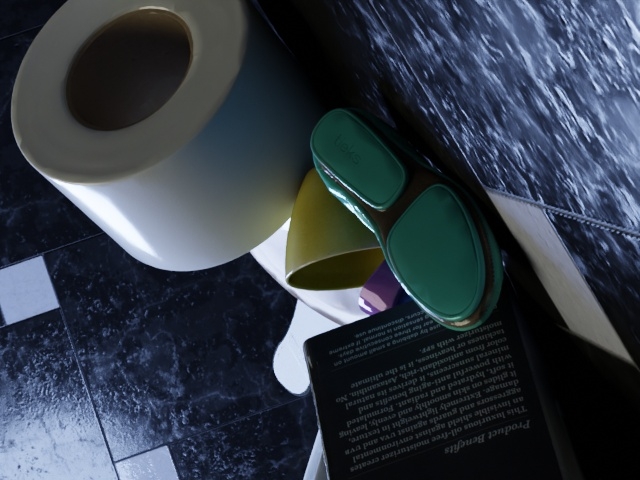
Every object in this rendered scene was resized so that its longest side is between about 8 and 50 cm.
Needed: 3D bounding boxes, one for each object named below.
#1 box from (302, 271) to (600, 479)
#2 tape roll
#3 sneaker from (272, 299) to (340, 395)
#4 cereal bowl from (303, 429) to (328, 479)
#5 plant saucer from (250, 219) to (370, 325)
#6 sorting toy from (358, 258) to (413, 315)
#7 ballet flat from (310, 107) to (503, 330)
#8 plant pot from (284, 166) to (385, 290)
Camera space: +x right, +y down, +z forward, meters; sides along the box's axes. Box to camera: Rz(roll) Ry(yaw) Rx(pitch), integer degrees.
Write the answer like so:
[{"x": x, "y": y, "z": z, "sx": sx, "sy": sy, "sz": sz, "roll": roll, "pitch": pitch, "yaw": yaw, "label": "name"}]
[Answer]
[{"x": 0.135, "y": 0.240, "z": 1.241, "sx": 0.294, "sy": 0.183, "sz": 0.296, "roll": -100, "pitch": -15, "yaw": -46, "label": "box"}, {"x": -0.136, "y": -0.115, "z": 1.483, "sx": 0.246, "sy": 0.246, "sz": 0.169, "roll": 52, "pitch": -178, "yaw": 39, "label": "tape roll"}, {"x": 0.043, "y": 0.069, "z": 1.940, "sx": 0.090, "sy": 0.145, "sz": 0.270, "roll": 44, "pitch": 136, "yaw": 15, "label": "sneaker"}, {"x": 0.055, "y": 0.264, "z": 1.738, "sx": 0.141, "sy": 0.338, "sz": 0.339, "roll": 16, "pitch": 173, "yaw": 0, "label": "cereal bowl"}, {"x": 0.000, "y": 0.000, "z": 1.619, "sx": 0.278, "sy": 0.041, "sz": 0.278, "roll": 35, "pitch": 155, "yaw": 18, "label": "plant saucer"}, {"x": 0.136, "y": 0.121, "z": 1.465, "sx": 0.126, "sy": 0.127, "sz": 0.365, "roll": 28, "pitch": 164, "yaw": 25, "label": "sorting toy"}, {"x": 0.081, "y": -0.016, "z": 1.224, "sx": 0.087, "sy": 0.083, "sz": 0.247, "roll": 27, "pitch": -161, "yaw": -45, "label": "ballet flat"}, {"x": 0.027, "y": -0.019, "z": 1.442, "sx": 0.134, "sy": 0.134, "sz": 0.095, "roll": 75, "pitch": -176, "yaw": -74, "label": "plant pot"}]
